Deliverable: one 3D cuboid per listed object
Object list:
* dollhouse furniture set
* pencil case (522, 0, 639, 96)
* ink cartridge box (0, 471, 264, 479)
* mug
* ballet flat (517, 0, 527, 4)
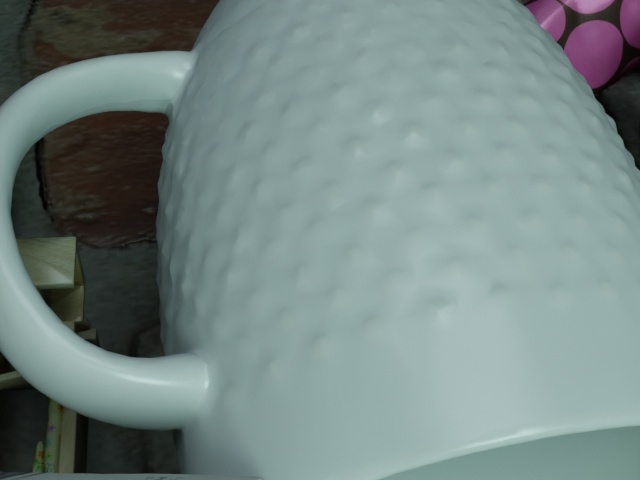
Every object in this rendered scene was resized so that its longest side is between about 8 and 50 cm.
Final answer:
[{"bbox_3d":[-0.181,0.115,0.582,0.101,0.161,0.182,-3,52,-6],"label":"dollhouse furniture set"},{"bbox_3d":[0.160,-0.125,0.812,0.209,0.098,0.095,-34,24,-6],"label":"pencil case"},{"bbox_3d":[-0.156,0.205,0.422,0.283,0.117,0.207,-5,91,24],"label":"ink cartridge box"},{"bbox_3d":[0.000,0.000,0.570,0.374,0.276,0.328,2,58,-25],"label":"mug"},{"bbox_3d":[0.266,-0.212,0.897,0.316,0.106,0.107,15,53,7],"label":"ballet flat"}]
